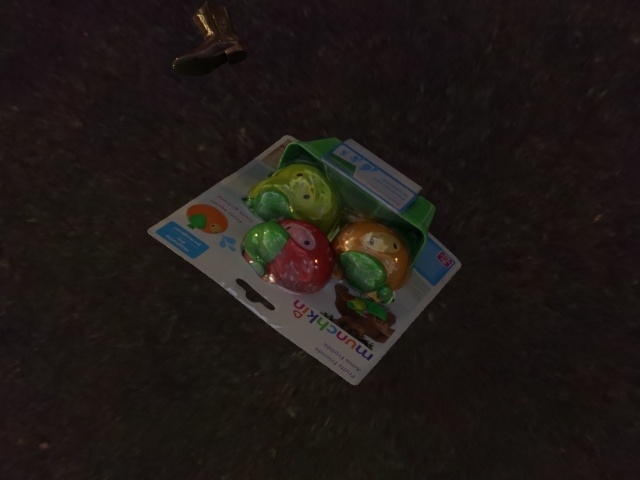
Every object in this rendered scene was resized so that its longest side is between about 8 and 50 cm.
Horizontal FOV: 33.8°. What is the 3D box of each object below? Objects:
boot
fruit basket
[{"bbox_3d":[-0.162,-0.277,1.430,0.106,0.037,0.114,-13,54,-15],"label":"boot"},{"bbox_3d":[0.000,0.000,1.397,0.327,0.353,0.165,36,122,11],"label":"fruit basket"}]
